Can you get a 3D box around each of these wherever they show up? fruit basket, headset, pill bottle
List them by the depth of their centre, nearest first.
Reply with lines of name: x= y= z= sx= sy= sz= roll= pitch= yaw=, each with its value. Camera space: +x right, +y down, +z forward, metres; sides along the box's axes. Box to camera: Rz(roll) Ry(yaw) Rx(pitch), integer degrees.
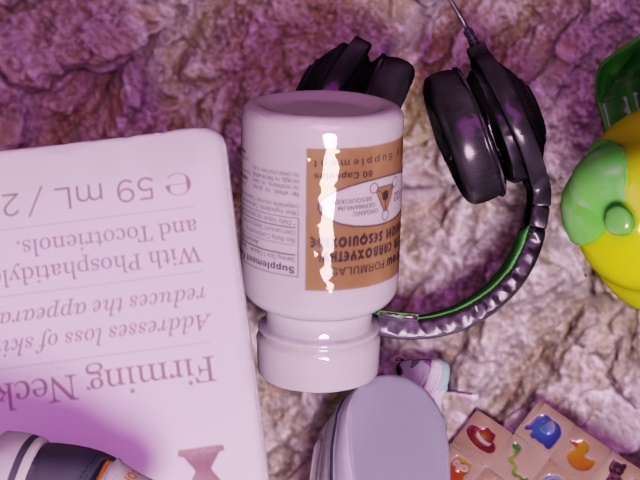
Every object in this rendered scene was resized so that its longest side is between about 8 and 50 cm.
pill bottle: x=0.000 y=0.000 z=1.194 sx=0.131 sy=0.131 sz=0.229 roll=0 pitch=106 yaw=-5
fruit basket: x=0.324 y=-0.019 z=1.224 sx=0.392 sy=0.283 sz=0.392 roll=5 pitch=74 yaw=-18
headset: x=0.088 y=-0.111 z=1.324 sx=0.243 sy=0.185 sz=0.394 roll=6 pitch=93 yaw=0

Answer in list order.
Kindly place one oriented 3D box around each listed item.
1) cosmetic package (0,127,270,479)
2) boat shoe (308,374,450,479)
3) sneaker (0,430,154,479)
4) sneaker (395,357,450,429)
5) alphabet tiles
cosmetic package: x=-0.210 y=0.154 z=1.127 sx=0.329 sy=0.327 sz=0.394 roll=-7 pitch=81 yaw=-6
boat shoe: x=0.026 y=0.304 z=1.209 sx=0.136 sy=0.156 sz=0.367 roll=10 pitch=62 yaw=-22
sneaker: x=-0.170 y=0.282 z=0.876 sx=0.127 sy=0.126 sz=0.321 roll=12 pitch=79 yaw=3
sneaker: x=0.077 y=0.151 z=1.301 sx=0.069 sy=0.038 sz=0.098 roll=6 pitch=69 yaw=-2
alphabet tiles: x=0.195 y=0.258 z=1.261 sx=0.237 sy=0.009 sz=0.198 roll=34 pitch=75 yaw=22
